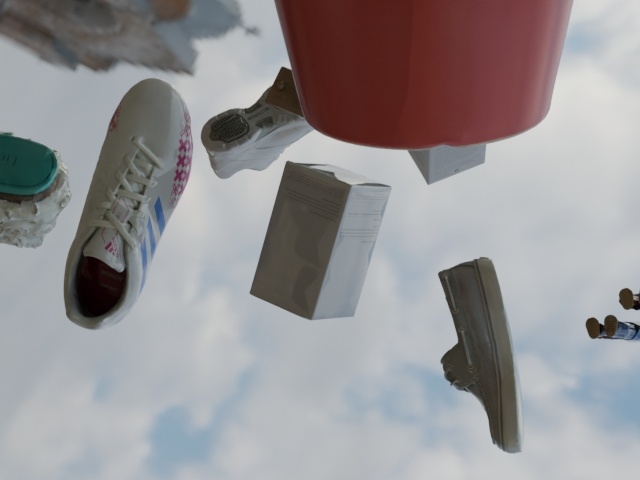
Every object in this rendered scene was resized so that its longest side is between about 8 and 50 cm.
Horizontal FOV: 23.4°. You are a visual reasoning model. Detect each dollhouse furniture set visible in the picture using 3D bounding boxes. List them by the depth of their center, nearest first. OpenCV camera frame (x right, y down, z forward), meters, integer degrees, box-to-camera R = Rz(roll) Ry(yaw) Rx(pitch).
[{"bbox_3d":[-0.003,-0.249,2.056,0.144,0.123,0.151,-65,165,-9],"label":"dollhouse furniture set"}]

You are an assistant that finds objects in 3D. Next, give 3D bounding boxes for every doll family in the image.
[{"bbox_3d":[0.369,0.083,1.600,0.193,0.111,0.076,5,-89,41],"label":"doll family"}]

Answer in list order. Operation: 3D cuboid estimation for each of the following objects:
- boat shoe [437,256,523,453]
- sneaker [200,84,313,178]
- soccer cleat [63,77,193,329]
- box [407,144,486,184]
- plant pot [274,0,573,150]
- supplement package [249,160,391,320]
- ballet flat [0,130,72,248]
[{"bbox_3d":[0.172,0.129,1.690,0.081,0.079,0.227,-12,-116,9],"label":"boat shoe"},{"bbox_3d":[-0.076,-0.166,2.362,0.090,0.232,0.115,58,-18,32],"label":"sneaker"},{"bbox_3d":[-0.240,-0.038,1.934,0.143,0.116,0.331,-67,173,-80],"label":"soccer cleat"},{"bbox_3d":[0.158,-0.183,2.085,0.170,0.091,0.130,87,-21,-58],"label":"box"},{"bbox_3d":[0.077,-0.212,1.170,0.275,0.275,0.243,-137,-139,-60],"label":"plant pot"},{"bbox_3d":[0.000,0.000,1.946,0.105,0.105,0.179,22,-79,30],"label":"supplement package"},{"bbox_3d":[-0.476,-0.080,1.694,0.147,0.409,0.147,-161,-90,-90],"label":"ballet flat"}]
